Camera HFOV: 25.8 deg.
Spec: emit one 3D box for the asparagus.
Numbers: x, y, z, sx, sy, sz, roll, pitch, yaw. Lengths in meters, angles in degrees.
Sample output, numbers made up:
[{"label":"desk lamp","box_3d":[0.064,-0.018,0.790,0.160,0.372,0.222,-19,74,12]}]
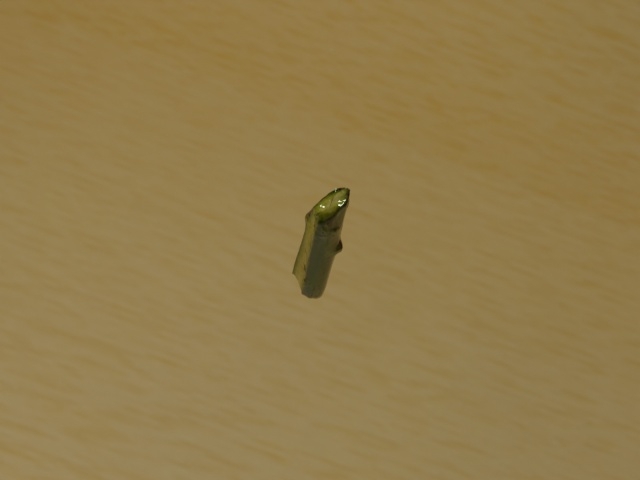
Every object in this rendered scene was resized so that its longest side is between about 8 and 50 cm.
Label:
[{"label":"asparagus","box_3d":[0.001,0.000,0.810,0.108,0.021,0.025,107,147,-55]}]
